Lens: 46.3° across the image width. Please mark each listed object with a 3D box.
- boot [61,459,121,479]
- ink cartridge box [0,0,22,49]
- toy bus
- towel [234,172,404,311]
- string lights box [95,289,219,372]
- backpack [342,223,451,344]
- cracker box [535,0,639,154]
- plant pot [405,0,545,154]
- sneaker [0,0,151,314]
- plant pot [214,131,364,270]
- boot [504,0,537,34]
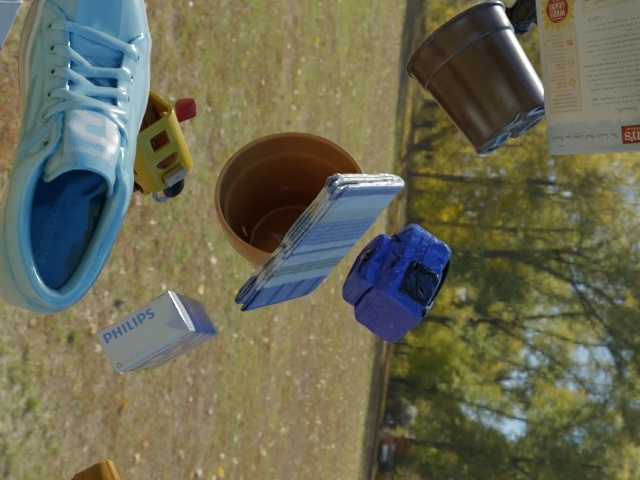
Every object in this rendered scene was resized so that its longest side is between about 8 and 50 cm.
[{"bbox_3d":[-0.432,0.525,1.250,0.211,0.295,0.104,47,-8,39],"label":"boot"},{"bbox_3d":[-0.555,-0.344,1.140,0.086,0.148,0.203,-18,158,-51],"label":"ink cartridge box"},{"bbox_3d":[-0.250,-0.124,1.148,0.202,0.104,0.190,2,118,-52],"label":"toy bus"},{"bbox_3d":[0.000,0.000,1.196,0.209,0.034,0.285,-8,143,-55],"label":"towel"},{"bbox_3d":[-0.267,0.156,1.268,0.076,0.133,0.259,60,-2,8],"label":"string lights box"},{"bbox_3d":[0.091,0.037,0.858,0.120,0.101,0.098,-55,-175,-32],"label":"backpack"},{"bbox_3d":[0.349,-0.223,0.907,0.067,0.156,0.232,-15,103,-35],"label":"cracker box"},{"bbox_3d":[0.237,-0.225,1.076,0.165,0.167,0.167,59,0,12],"label":"plant pot"},{"bbox_3d":[-0.221,-0.103,0.720,0.150,0.135,0.365,10,-89,54],"label":"sneaker"},{"bbox_3d":[-0.055,-0.041,1.487,0.203,0.291,0.290,91,8,-60],"label":"plant pot"},{"bbox_3d":[0.348,-0.416,1.348,0.099,0.121,0.045,134,-35,-70],"label":"boot"}]
